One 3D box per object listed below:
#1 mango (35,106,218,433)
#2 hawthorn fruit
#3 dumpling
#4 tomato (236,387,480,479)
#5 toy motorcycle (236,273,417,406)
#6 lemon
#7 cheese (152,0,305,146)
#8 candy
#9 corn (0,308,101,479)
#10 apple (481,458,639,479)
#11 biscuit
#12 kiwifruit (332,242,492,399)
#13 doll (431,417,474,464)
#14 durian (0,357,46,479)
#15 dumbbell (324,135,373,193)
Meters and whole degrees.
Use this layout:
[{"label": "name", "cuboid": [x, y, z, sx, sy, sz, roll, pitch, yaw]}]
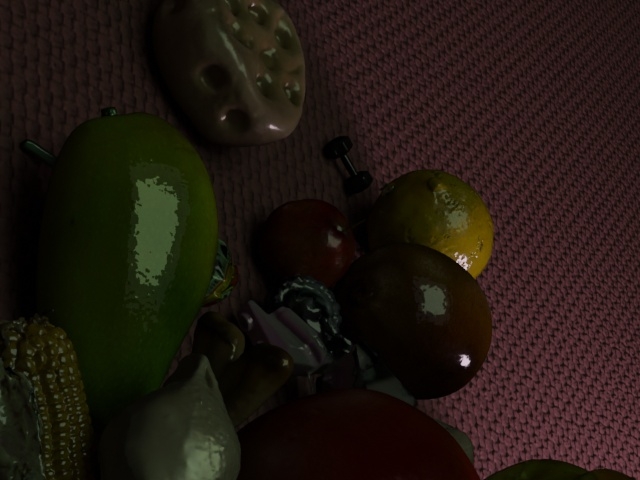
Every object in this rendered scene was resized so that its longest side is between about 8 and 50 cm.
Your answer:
[{"label": "mango", "cuboid": [-0.202, 0.033, 1.625, 0.192, 0.156, 0.343, 14, 75, -31]}, {"label": "hawthorn fruit", "cuboid": [-0.009, 0.007, 1.987, 0.125, 0.140, 0.125, 163, -90, -88]}, {"label": "dumpling", "cuboid": [-0.153, 0.218, 1.488, 0.126, 0.166, 0.216, 4, 57, -31]}, {"label": "tomato", "cuboid": [0.020, 0.306, 1.628, 0.321, 0.321, 0.322, 34, 46, -43]}, {"label": "toy motorcycle", "cuboid": [0.001, 0.202, 1.864, 0.188, 0.143, 0.327, -24, 80, -35]}, {"label": "lemon", "cuboid": [0.155, -0.008, 2.193, 0.206, 0.173, 0.173, 57, 31, -45]}, {"label": "cheese", "cuboid": [-0.110, -0.229, 1.970, 0.218, 0.117, 0.235, -21, 89, -60]}, {"label": "candy", "cuboid": [-0.215, -0.026, 1.755, 0.305, 0.083, 0.091, 38, 5, -26]}, {"label": "corn", "cuboid": [-0.257, 0.221, 1.494, 0.106, 0.106, 0.305, -6, 79, -58]}, {"label": "apple", "cuboid": [0.333, 0.456, 2.029, 0.374, 0.374, 0.384, 37, 45, -41]}, {"label": "biscuit", "cuboid": [-0.118, 0.185, 1.588, 0.047, 0.164, 0.208, 33, 84, -36]}, {"label": "kiwifruit", "cuboid": [0.114, 0.104, 2.044, 0.234, 0.196, 0.196, 25, 52, -46]}, {"label": "doll", "cuboid": [0.139, 0.304, 2.058, 0.192, 0.095, 0.149, -26, 97, -61]}, {"label": "durian", "cuboid": [-0.319, 0.171, 1.370, 0.172, 0.166, 0.306, 6, 66, -53]}, {"label": "dumbbell", "cuboid": [0.040, -0.106, 2.201, 0.036, 0.040, 0.083, -38, 107, -24]}]
